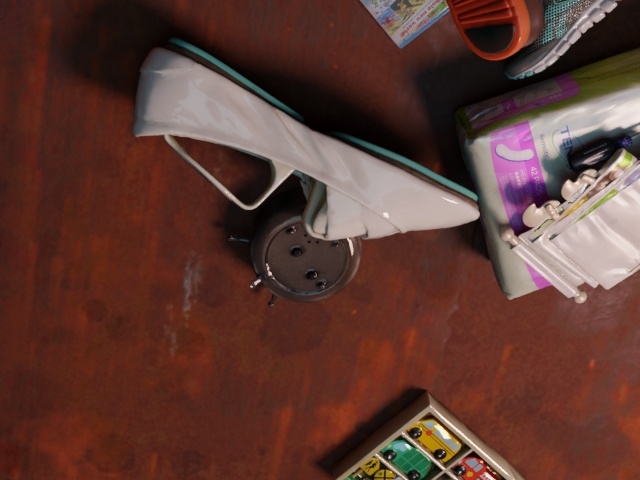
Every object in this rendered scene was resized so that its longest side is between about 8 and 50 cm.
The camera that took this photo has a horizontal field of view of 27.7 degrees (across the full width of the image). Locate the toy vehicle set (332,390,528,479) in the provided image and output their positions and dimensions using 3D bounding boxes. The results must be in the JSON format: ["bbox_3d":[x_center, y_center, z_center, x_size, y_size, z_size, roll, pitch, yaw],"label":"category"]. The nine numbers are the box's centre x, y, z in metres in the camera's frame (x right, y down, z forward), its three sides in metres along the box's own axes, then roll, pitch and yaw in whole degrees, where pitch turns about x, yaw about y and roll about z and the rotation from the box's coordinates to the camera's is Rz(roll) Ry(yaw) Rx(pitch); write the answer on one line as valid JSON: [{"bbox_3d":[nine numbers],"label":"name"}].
[{"bbox_3d":[0.166,0.331,1.692,0.166,0.035,0.267,-42,112,16],"label":"toy vehicle set"}]

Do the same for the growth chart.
[{"bbox_3d":[0.328,-0.026,1.414,0.237,0.021,0.172,-33,124,16],"label":"growth chart"}]

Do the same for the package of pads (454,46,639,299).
[{"bbox_3d":[0.316,-0.086,1.461,0.296,0.101,0.229,-17,117,4],"label":"package of pads"}]

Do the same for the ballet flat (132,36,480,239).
[{"bbox_3d":[-0.024,-0.077,1.413,0.400,0.139,0.139,27,112,-9],"label":"ballet flat"}]

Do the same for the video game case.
[{"bbox_3d":[0.081,-0.303,1.385,0.119,0.015,0.166,-37,113,13],"label":"video game case"}]

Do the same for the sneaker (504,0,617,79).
[{"bbox_3d":[0.254,-0.246,1.408,0.076,0.065,0.166,45,103,-5],"label":"sneaker"}]

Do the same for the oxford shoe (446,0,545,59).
[{"bbox_3d":[0.158,-0.324,1.344,0.097,0.098,0.271,-11,103,41],"label":"oxford shoe"}]

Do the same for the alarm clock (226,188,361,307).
[{"bbox_3d":[0.000,0.000,1.507,0.192,0.064,0.129,-28,115,6],"label":"alarm clock"}]

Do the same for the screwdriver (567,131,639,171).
[{"bbox_3d":[0.343,-0.113,1.377,0.170,0.025,0.024,-22,117,8],"label":"screwdriver"}]
